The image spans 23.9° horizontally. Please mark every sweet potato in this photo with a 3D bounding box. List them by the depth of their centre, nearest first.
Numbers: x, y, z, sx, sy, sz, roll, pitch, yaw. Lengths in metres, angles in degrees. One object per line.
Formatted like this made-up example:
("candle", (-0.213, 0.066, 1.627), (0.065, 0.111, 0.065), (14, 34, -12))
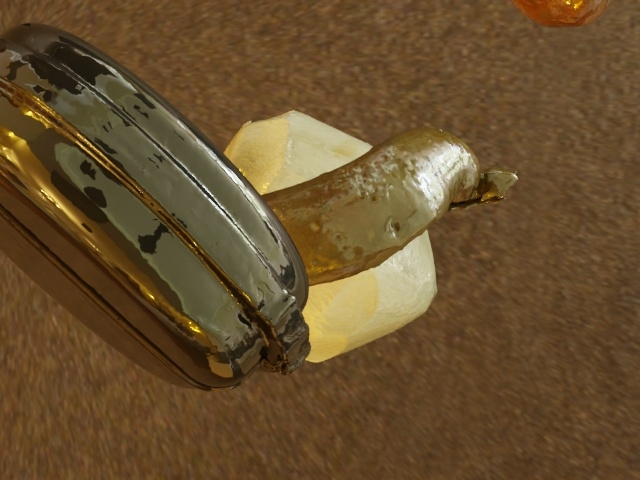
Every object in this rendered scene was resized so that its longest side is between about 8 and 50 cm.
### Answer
("sweet potato", (0.022, -0.023, 1.195), (0.310, 0.124, 0.098), (-16, 108, -14))

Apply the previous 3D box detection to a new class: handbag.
("handbag", (-0.120, -0.009, 0.883), (0.254, 0.308, 0.093), (45, 76, -8))

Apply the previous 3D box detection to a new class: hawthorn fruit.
("hawthorn fruit", (0.225, -0.298, 1.451), (0.149, 0.149, 0.189), (-35, 105, -6))

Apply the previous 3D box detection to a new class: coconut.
("coconut", (0.000, 0.000, 1.579), (0.266, 0.237, 0.237), (30, 90, -8))
